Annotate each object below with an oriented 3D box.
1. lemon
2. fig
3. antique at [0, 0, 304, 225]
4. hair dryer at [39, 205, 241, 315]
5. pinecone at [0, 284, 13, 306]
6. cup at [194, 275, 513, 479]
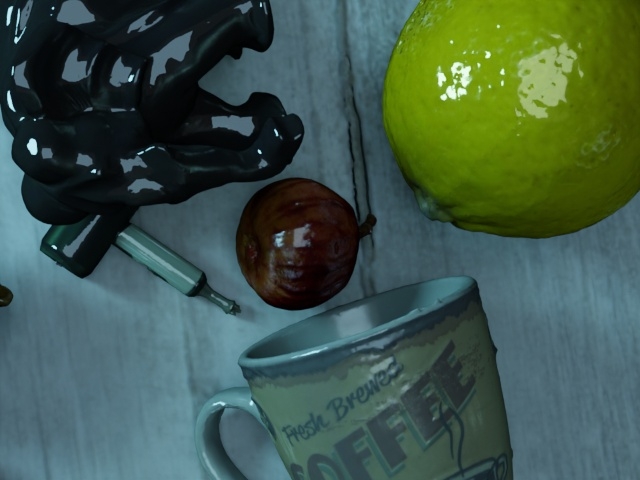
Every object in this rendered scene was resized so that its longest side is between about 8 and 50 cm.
[{"bbox_3d":[0.195,-0.137,1.240,0.293,0.293,0.293,1,85,-9],"label":"lemon"},{"bbox_3d":[-0.014,0.009,1.276,0.150,0.128,0.128,31,78,-46],"label":"fig"},{"bbox_3d":[-0.176,-0.159,1.211,0.255,0.185,0.322,-17,60,-18],"label":"antique"},{"bbox_3d":[-0.161,0.021,1.283,0.197,0.057,0.100,34,83,-11],"label":"hair dryer"},{"bbox_3d":[-0.372,0.061,1.183,0.185,0.168,0.212,39,93,-18],"label":"pinecone"},{"bbox_3d":[0.033,0.196,1.230,0.301,0.227,0.257,-16,92,19],"label":"cup"}]
